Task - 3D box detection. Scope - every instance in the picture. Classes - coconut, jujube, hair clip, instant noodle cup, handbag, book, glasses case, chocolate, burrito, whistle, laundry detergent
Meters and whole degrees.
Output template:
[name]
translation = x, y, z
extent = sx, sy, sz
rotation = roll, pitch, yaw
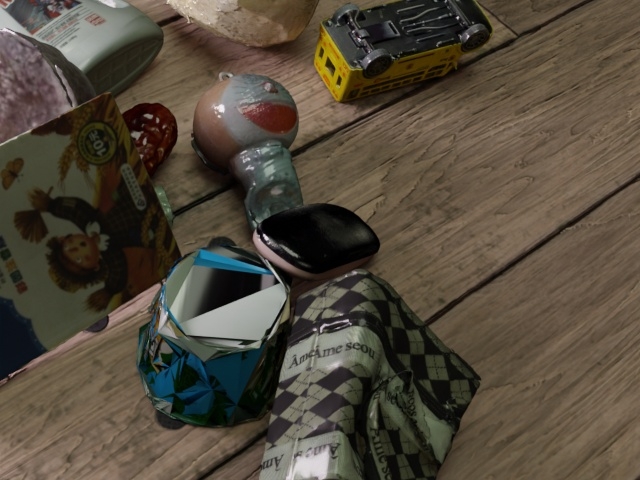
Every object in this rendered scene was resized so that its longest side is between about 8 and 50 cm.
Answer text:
[coconut]
translation = -0.120, -0.500, 1.965
extent = 0.254, 0.297, 0.297
rotation = 13, 44, -37
[jujube]
translation = -0.309, -0.153, 1.750
extent = 0.109, 0.112, 0.176
rotation = 25, 54, 7
[hair clip]
translation = -0.223, 0.073, 1.638
extent = 0.039, 0.030, 0.115
rotation = 34, 52, 13
[instant noodle cup]
translation = -0.144, 0.128, 1.516
extent = 0.240, 0.178, 0.240
rotation = 6, 50, -8
[handbag]
translation = 0.072, 0.294, 1.385
extent = 0.317, 0.180, 0.416
rotation = 45, 39, -31
[book]
translation = -0.416, 0.011, 1.485
extent = 0.428, 0.300, 0.039
rotation = -34, 26, -29
[glasses case]
translation = 0.000, 0.000, 1.646
extent = 0.122, 0.075, 0.314
rotation = 40, 21, 14
[chocolate]
translation = -0.465, -0.195, 1.662
extent = 0.303, 0.303, 0.213
rotation = 26, 18, 8
[burrito]
translation = -0.295, -0.046, 1.708
extent = 0.118, 0.044, 0.074
rotation = -13, 59, -26
[whistle]
translation = -0.099, -0.143, 1.760
extent = 0.189, 0.189, 0.348
rotation = -13, 70, -23
[laundry detergent]
translation = -0.506, -0.403, 1.903
extent = 0.397, 0.125, 0.264
rotation = 33, 53, 16

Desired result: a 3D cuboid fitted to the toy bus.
[toy bus]
translation = 0.160, -0.376, 2.021
extent = 0.330, 0.152, 0.144
rotation = -18, 63, -24
